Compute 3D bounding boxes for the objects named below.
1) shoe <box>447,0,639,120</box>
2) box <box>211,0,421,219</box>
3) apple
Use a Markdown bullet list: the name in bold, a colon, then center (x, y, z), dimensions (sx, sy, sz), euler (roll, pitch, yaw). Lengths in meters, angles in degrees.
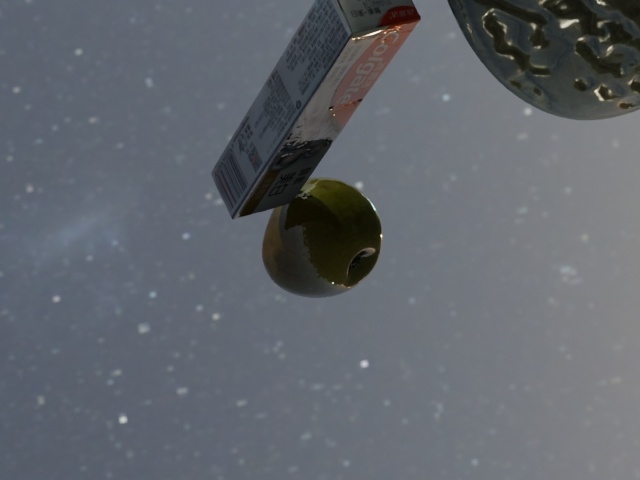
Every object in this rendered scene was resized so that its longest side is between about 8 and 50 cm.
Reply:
- **shoe**: center (0.103, -0.208, 0.761), dimensions (0.316, 0.124, 0.159), euler (57, -159, -45)
- **box**: center (-0.008, -0.087, 0.947), dimensions (0.055, 0.218, 0.039), euler (-15, -111, -32)
- **apple**: center (0.000, 0.000, 1.070), dimensions (0.089, 0.074, 0.089), euler (-38, -31, -29)
